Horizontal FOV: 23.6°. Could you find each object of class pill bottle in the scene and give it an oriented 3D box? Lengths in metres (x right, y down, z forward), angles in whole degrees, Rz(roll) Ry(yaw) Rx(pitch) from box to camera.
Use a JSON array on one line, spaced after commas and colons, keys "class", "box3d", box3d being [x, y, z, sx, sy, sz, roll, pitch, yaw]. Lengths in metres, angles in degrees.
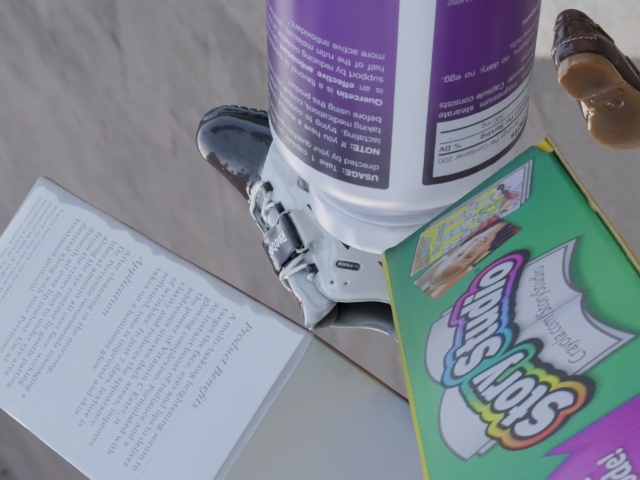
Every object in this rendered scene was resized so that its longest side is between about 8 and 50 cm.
[{"class": "pill bottle", "box3d": [0.054, -0.148, 1.011, 0.181, 0.182, 0.323, 47, 150, 36]}]

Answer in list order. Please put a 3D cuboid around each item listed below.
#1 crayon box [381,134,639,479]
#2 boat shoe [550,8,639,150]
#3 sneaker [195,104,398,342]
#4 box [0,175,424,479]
[{"class": "crayon box", "box3d": [0.156, 0.151, 0.553, 0.313, 0.106, 0.363, 54, -171, -15]}, {"class": "boat shoe", "box3d": [0.287, -0.161, 1.541, 0.207, 0.073, 0.073, 43, -146, -55]}, {"class": "sneaker", "box3d": [0.000, 0.000, 1.423, 0.331, 0.146, 0.122, 33, 157, 11]}, {"class": "box", "box3d": [-0.052, 0.064, 0.636, 0.170, 0.091, 0.130, 28, 173, 38]}]
